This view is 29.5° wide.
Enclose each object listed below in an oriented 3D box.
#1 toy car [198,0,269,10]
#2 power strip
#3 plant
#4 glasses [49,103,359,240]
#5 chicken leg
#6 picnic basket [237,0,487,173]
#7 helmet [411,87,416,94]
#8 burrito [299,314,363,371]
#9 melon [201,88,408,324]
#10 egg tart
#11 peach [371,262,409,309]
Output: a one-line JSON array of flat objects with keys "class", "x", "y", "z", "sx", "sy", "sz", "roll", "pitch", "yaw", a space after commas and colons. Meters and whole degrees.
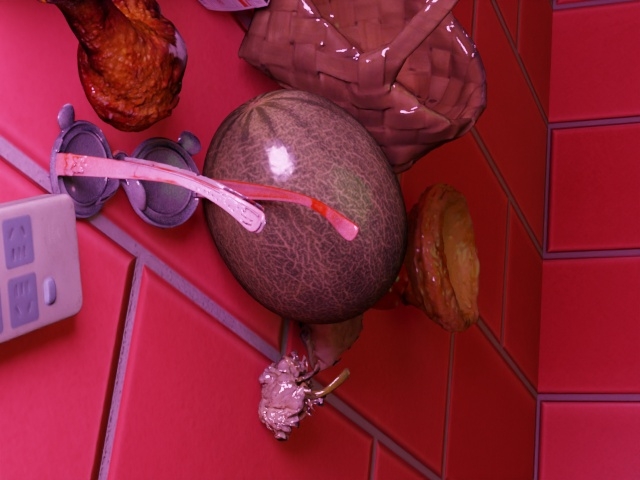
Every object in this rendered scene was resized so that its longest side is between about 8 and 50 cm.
[{"class": "toy car", "x": -0.136, "y": -0.348, "z": 1.405, "sx": 0.210, "sy": 0.108, "sz": 0.089, "roll": 39, "pitch": 54, "yaw": -56}, {"class": "power strip", "x": -0.289, "y": 0.030, "z": 1.054, "sx": 0.270, "sy": 0.046, "sz": 0.118, "roll": -23, "pitch": 109, "yaw": -67}, {"class": "plant", "x": -0.020, "y": 0.205, "z": 1.609, "sx": 0.104, "sy": 0.122, "sz": 0.116, "roll": 64, "pitch": 23, "yaw": -66}, {"class": "glasses", "x": -0.110, "y": -0.065, "z": 1.218, "sx": 0.234, "sy": 0.268, "sz": 0.118, "roll": 10, "pitch": 85, "yaw": -58}, {"class": "chicken leg", "x": -0.179, "y": -0.182, "z": 1.111, "sx": 0.407, "sy": 0.096, "sz": 0.158, "roll": -60, "pitch": 131, "yaw": -88}, {"class": "picnic basket", "x": 0.106, "y": -0.292, "z": 1.528, "sx": 0.293, "sy": 0.337, "sz": 0.337, "roll": -71, "pitch": 150, "yaw": -49}, {"class": "helmet", "x": 0.037, "y": -0.295, "z": 1.780, "sx": 0.204, "sy": 0.137, "sz": 0.257, "roll": -7, "pitch": 84, "yaw": -26}, {"class": "burrito", "x": -0.001, "y": 0.004, "z": 1.701, "sx": 0.175, "sy": 0.107, "sz": 0.347, "roll": -74, "pitch": 157, "yaw": -67}, {"class": "melon", "x": -0.019, "y": -0.043, "z": 1.470, "sx": 0.301, "sy": 0.237, "sz": 0.237, "roll": 63, "pitch": 32, "yaw": -34}, {"class": "egg tart", "x": 0.200, "y": 0.034, "z": 2.165, "sx": 0.294, "sy": 0.123, "sz": 0.294, "roll": -7, "pitch": 90, "yaw": -69}, {"class": "peach", "x": 0.096, "y": 0.061, "z": 1.939, "sx": 0.101, "sy": 0.101, "sz": 0.100, "roll": -3, "pitch": 90, "yaw": -68}]
